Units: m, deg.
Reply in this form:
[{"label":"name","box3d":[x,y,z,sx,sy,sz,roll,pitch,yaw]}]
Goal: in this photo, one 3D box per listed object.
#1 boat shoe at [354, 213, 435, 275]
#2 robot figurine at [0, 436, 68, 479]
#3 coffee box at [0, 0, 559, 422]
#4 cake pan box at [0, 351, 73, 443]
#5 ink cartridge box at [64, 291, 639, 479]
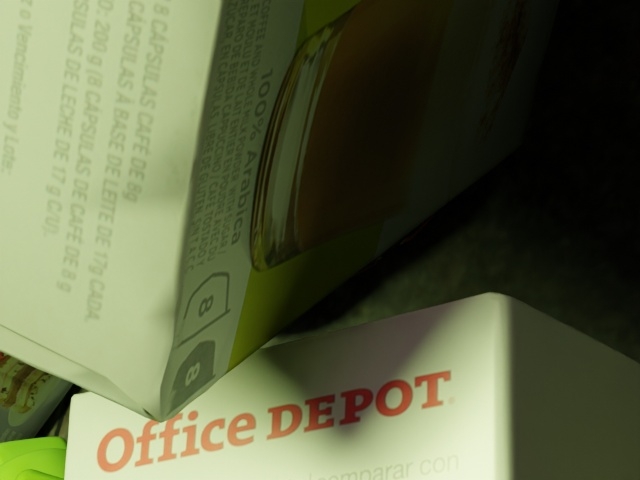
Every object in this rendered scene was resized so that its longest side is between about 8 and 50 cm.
[{"label":"boat shoe","box3d":[0.001,0.002,0.890,0.133,0.042,0.049,-34,77,27]},{"label":"robot figurine","box3d":[-0.126,0.146,0.917,0.115,0.067,0.101,60,140,39]},{"label":"coffee box","box3d":[-0.090,-0.198,0.701,0.338,0.334,0.337,22,117,20]},{"label":"cake pan box","box3d":[-0.265,0.083,1.070,0.267,0.070,0.246,-53,44,11]},{"label":"ink cartridge box","box3d":[0.037,0.186,0.663,0.198,0.197,0.270,-16,61,36]}]
